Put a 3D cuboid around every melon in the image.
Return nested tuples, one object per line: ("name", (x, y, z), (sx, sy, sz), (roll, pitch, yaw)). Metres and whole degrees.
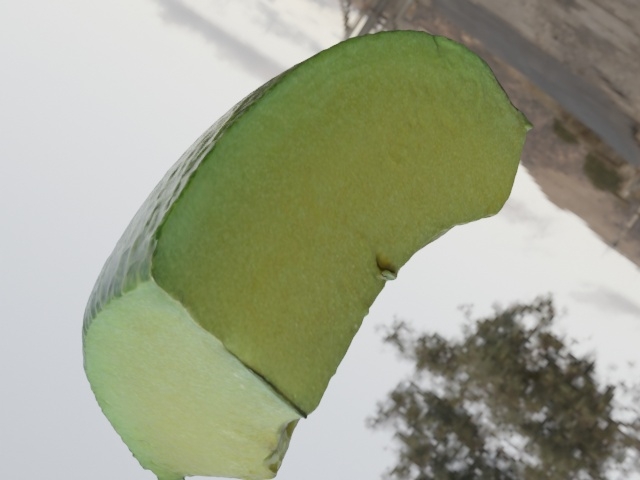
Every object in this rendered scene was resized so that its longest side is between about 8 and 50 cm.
("melon", (0.000, 0.000, 0.803), (0.226, 0.343, 0.331), (19, 145, 17))
